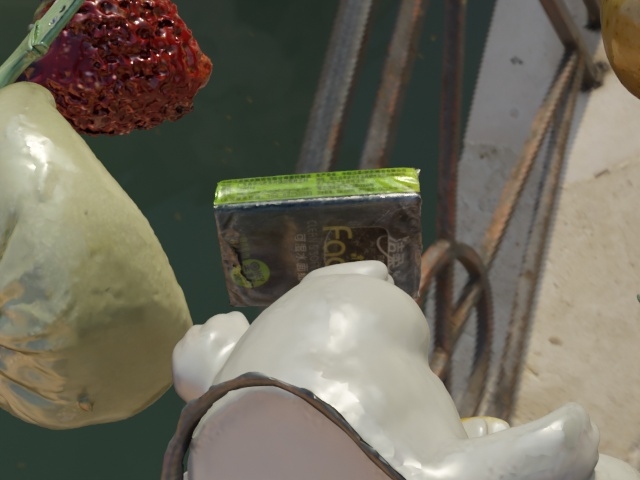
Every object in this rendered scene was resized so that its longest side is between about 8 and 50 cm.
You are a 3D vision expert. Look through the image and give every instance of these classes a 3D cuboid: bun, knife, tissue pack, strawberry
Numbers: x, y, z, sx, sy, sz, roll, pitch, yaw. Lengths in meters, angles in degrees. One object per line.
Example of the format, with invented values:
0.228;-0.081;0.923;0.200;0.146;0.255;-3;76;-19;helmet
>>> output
-0.186;0.019;0.691;0.145;0.229;0.229;-31;57;-14;bun
-0.234;-0.155;0.875;0.293;0.020;0.043;-50;34;-1;knife
0.000;0.000;1.266;0.235;0.173;0.073;-3;44;-1;tissue pack
-0.212;-0.190;1.104;0.201;0.184;0.187;19;47;-8;strawberry

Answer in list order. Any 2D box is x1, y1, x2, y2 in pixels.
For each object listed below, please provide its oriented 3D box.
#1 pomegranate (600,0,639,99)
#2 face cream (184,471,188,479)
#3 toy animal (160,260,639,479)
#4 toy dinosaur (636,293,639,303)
0.613;-0.370;1.655;0.410;0.410;0.410;-10;68;25;pomegranate
-0.041;0.229;0.915;0.077;0.250;0.077;-5;76;20;face cream
0.060;0.158;0.501;0.208;0.154;0.325;-31;83;35;toy animal
0.441;0.121;1.058;0.393;0.205;0.092;10;74;61;toy dinosaur
